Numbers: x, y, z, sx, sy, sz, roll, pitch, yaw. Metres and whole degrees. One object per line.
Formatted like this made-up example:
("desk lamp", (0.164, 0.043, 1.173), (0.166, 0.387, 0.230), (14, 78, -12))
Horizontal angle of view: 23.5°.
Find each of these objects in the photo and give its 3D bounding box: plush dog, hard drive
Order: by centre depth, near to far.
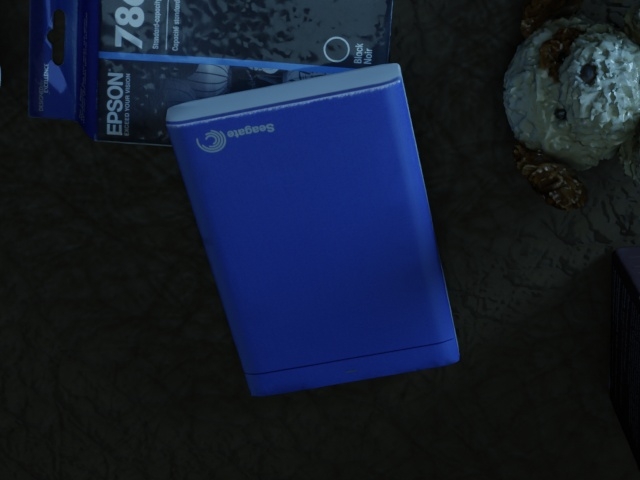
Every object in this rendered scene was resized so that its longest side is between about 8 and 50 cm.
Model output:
("plush dog", (0.275, -0.138, 1.371), (0.225, 0.210, 0.262), (1, 84, 13))
("hard drive", (0.000, 0.000, 1.426), (0.210, 0.040, 0.319), (-10, 124, 7))

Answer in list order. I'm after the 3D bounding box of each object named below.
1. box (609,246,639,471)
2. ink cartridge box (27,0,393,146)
("box", (0.371, 0.115, 1.435), (0.168, 0.203, 0.167), (-2, 111, -1))
("ink cartridge box", (-0.104, -0.167, 1.392), (0.332, 0.065, 0.165), (3, 112, -1))
